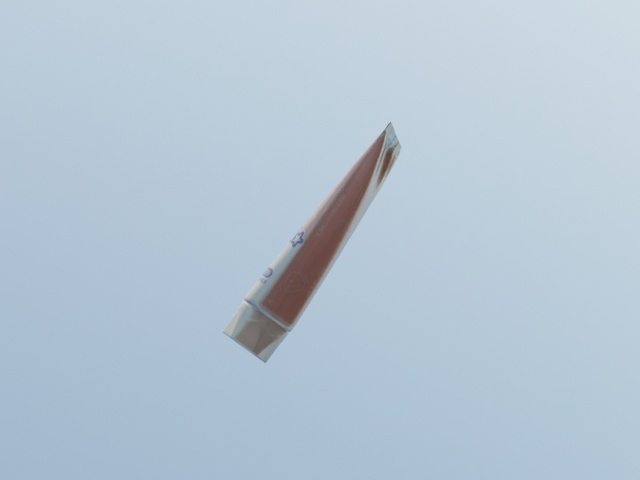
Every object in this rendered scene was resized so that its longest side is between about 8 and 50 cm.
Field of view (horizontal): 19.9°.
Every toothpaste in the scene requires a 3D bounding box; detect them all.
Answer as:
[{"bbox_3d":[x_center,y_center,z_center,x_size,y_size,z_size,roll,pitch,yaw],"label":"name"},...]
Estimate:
[{"bbox_3d":[0.000,0.000,1.344,0.043,0.194,0.067,34,174,17],"label":"toothpaste"}]
